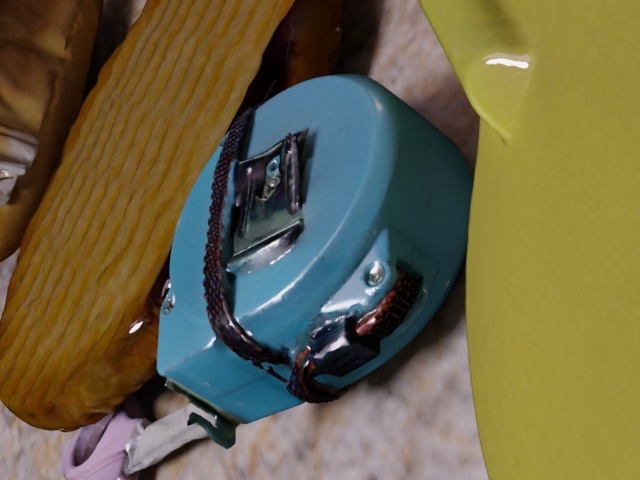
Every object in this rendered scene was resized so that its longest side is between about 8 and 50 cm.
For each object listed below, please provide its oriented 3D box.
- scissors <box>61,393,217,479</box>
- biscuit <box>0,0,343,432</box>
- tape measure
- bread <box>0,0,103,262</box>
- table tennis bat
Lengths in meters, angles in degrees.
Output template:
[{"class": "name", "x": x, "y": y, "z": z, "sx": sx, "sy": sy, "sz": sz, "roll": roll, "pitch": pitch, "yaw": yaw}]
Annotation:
[{"class": "scissors", "x": -0.078, "y": 0.097, "z": 0.838, "sx": 0.212, "sy": 0.021, "sz": 0.110, "roll": -32, "pitch": 36, "yaw": 49}, {"class": "biscuit", "x": -0.082, "y": -0.044, "z": 0.943, "sx": 0.318, "sy": 0.040, "sz": 0.318, "roll": -46, "pitch": 27, "yaw": 32}, {"class": "tape measure", "x": 0.000, "y": 0.000, "z": 0.711, "sx": 0.125, "sy": 0.081, "sz": 0.146, "roll": -29, "pitch": 42, "yaw": 35}, {"class": "bread", "x": -0.213, "y": -0.094, "z": 1.159, "sx": 0.136, "sy": 0.107, "sz": 0.241, "roll": -49, "pitch": 24, "yaw": 39}, {"class": "table tennis bat", "x": 0.079, "y": -0.036, "z": 0.579, "sx": 0.368, "sy": 0.054, "sz": 0.224, "roll": -107, "pitch": 27, "yaw": -54}]
